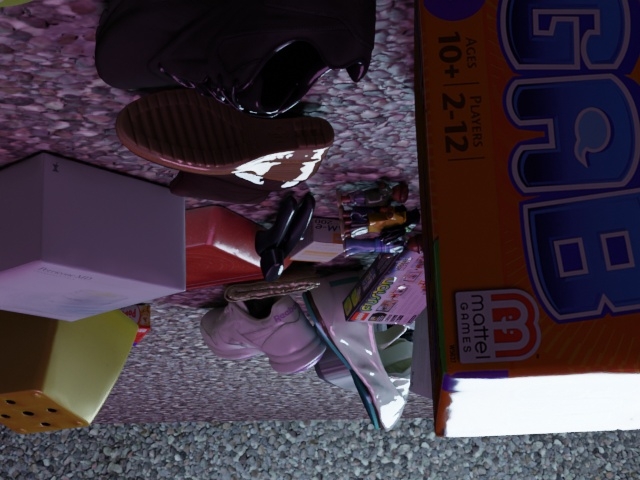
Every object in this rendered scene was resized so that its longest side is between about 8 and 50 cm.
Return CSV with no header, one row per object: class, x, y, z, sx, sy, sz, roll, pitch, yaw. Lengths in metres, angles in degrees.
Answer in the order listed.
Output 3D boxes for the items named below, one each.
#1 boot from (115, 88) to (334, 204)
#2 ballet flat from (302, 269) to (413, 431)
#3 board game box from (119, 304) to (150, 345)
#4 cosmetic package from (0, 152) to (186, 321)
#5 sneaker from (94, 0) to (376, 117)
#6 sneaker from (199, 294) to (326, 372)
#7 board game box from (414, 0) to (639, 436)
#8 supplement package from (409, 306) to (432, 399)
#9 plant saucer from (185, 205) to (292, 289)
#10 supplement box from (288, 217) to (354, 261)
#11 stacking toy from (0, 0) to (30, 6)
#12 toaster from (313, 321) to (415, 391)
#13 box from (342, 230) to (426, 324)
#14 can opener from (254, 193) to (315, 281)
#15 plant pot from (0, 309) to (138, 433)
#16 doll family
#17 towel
boot,-0.126,-0.081,1.382,0.248,0.090,0.207,2,162,-28
ballet flat,0.093,0.185,2.129,0.139,0.139,0.400,-8,140,18
board game box,-0.402,0.145,2.228,0.193,0.045,0.147,3,163,-17
cosmetic package,-0.320,0.005,1.578,0.224,0.138,0.224,-17,159,38
sneaker,-0.077,-0.158,1.051,0.286,0.130,0.109,-13,163,36
sneaker,-0.109,0.124,2.128,0.114,0.152,0.305,-38,-156,-29
board game box,0.267,-0.034,1.117,0.356,0.357,0.356,-3,165,3
supplement package,0.253,0.159,2.008,0.149,0.194,0.203,3,-178,-23
plant saucer,-0.193,0.022,1.826,0.258,0.048,0.259,-9,164,23
supplement box,0.000,0.000,1.790,0.062,0.036,0.098,5,163,-23
stacking toy,-0.356,-0.173,0.953,0.279,0.130,0.309,-10,163,25
toaster,0.086,0.197,2.346,0.146,0.129,0.227,-16,156,30
box,0.124,0.058,1.909,0.114,0.036,0.207,5,145,-24
can opener,-0.042,-0.012,1.709,0.059,0.073,0.186,-12,156,-26
plant pot,-0.439,0.186,2.013,0.212,0.187,0.212,-10,146,24
doll family,0.081,-0.022,1.673,0.111,0.076,0.193,-7,169,1
towel,-0.075,0.063,1.944,0.148,0.027,0.110,-10,-172,-5
